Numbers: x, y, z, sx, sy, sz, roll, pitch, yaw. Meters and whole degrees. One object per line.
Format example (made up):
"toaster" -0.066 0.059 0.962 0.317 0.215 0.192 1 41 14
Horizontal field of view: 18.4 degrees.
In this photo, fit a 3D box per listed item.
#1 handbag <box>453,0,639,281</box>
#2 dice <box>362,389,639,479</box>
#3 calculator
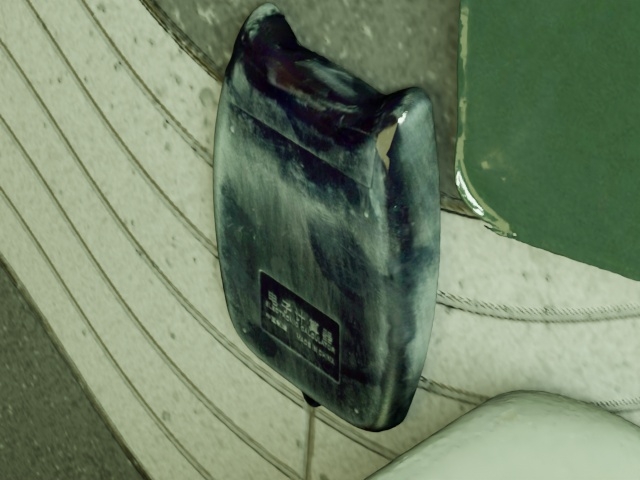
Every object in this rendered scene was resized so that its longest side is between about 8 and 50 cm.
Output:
"handbag" 0.168 -0.103 0.889 0.247 0.079 0.260 22 128 39
"dice" 0.057 0.267 1.064 0.277 0.304 0.304 53 142 8
"calculator" 0.000 0.000 1.183 0.177 0.040 0.268 33 139 35
